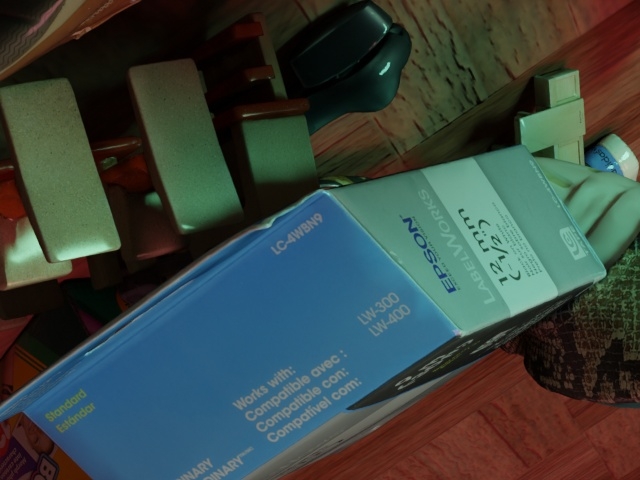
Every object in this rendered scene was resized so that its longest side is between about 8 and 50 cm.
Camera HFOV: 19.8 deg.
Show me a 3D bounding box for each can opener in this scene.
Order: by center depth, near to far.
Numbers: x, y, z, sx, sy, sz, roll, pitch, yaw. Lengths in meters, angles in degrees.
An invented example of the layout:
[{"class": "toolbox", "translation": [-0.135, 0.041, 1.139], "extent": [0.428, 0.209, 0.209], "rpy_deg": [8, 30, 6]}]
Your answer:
[{"class": "can opener", "translation": [-0.017, -0.088, 1.229], "extent": [0.186, 0.073, 0.059], "rpy_deg": [-38, -166, 19]}]

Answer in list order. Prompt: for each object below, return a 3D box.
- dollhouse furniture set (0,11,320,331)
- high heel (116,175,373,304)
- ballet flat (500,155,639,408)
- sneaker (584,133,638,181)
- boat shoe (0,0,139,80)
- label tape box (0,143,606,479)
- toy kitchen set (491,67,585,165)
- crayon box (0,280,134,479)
[{"class": "dollhouse furniture set", "translation": [-0.135, -0.041, 1.042], "extent": [0.259, 0.135, 0.262], "rpy_deg": [-13, 174, -37]}, {"class": "high heel", "translation": [0.000, 0.000, 1.278], "extent": [0.261, 0.093, 0.186], "rpy_deg": [-14, 179, -22]}, {"class": "ballet flat", "translation": [0.174, 0.015, 1.332], "extent": [0.164, 0.182, 0.483], "rpy_deg": [-48, -173, -4]}, {"class": "sneaker", "translation": [0.242, -0.027, 1.630], "extent": [0.084, 0.058, 0.152], "rpy_deg": [-36, 152, -6]}, {"class": "boat shoe", "translation": [-0.101, -0.162, 0.893], "extent": [0.324, 0.123, 0.120], "rpy_deg": [-37, 159, 11]}, {"class": "label tape box", "translation": [-0.010, 0.065, 1.083], "extent": [0.249, 0.115, 0.347], "rpy_deg": [-36, 172, 28]}, {"class": "toy kitchen set", "translation": [0.158, -0.091, 1.446], "extent": [0.068, 0.075, 0.083], "rpy_deg": [-20, 113, -34]}, {"class": "crayon box", "translation": [-0.193, 0.178, 1.365], "extent": [0.081, 0.165, 0.278], "rpy_deg": [-3, 143, -48]}]
